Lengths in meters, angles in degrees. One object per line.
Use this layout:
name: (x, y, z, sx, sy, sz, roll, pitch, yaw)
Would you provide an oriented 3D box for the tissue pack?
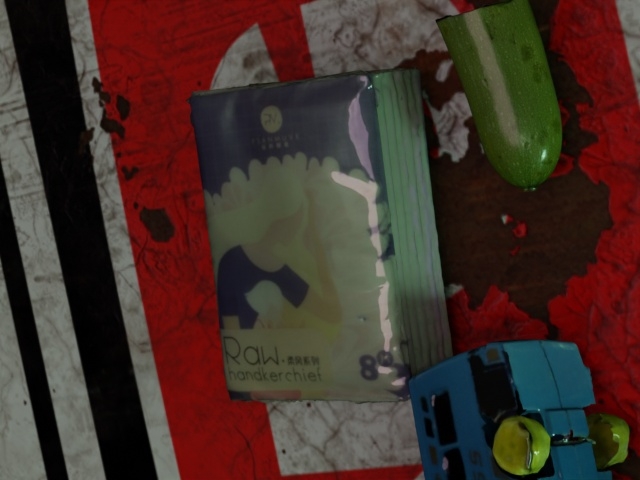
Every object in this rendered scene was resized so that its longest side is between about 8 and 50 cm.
tissue pack: (0.000, 0.000, 1.632, 0.242, 0.125, 0.343, -3, 96, 34)

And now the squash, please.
squash: (0.186, -0.140, 1.513, 0.095, 0.095, 0.188, -16, 94, 34)

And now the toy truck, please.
toy truck: (0.209, 0.291, 1.493, 0.162, 0.161, 0.384, -23, 73, 41)
